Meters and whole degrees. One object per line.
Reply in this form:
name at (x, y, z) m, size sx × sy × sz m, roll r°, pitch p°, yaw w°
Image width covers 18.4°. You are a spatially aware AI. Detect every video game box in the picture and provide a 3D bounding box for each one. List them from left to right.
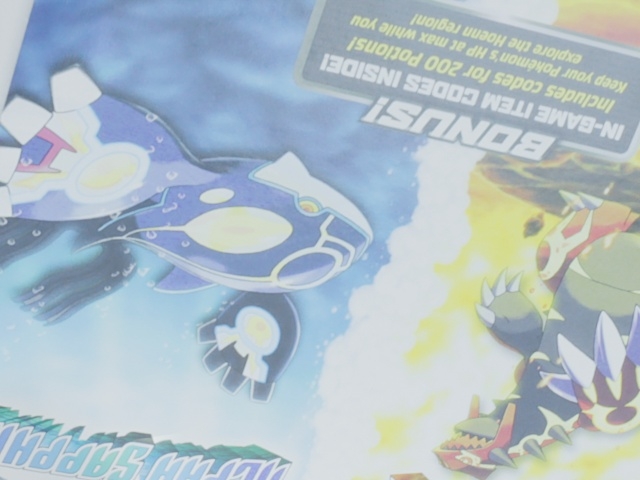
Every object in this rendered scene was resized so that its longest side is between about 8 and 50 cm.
video game box at (0.000, 0.000, 0.419) m, size 0.205 × 0.048 × 0.187 m, roll 11°, pitch 117°, yaw -18°
